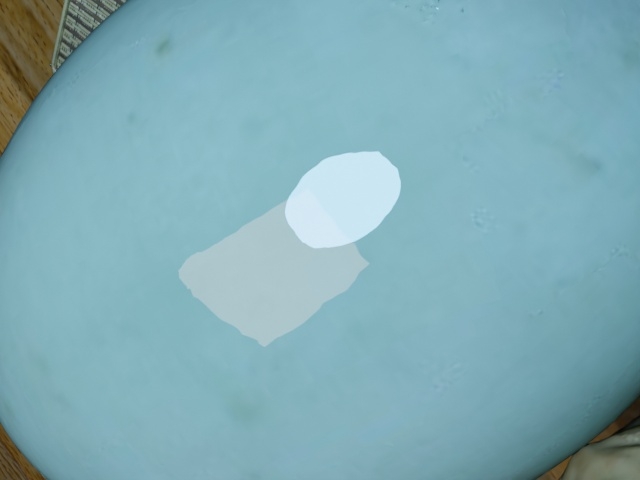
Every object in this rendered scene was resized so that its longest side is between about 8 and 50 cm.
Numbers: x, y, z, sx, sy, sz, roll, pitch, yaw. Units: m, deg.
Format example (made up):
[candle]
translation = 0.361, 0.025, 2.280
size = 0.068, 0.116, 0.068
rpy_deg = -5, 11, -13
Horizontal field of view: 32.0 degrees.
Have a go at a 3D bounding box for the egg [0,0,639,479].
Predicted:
[egg]
translation = 0.000, 0.000, 0.515
size = 0.389, 0.276, 0.276
rpy_deg = -25, 93, 31

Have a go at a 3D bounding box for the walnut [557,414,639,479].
[walnut]
translation = 0.200, 0.187, 0.480
size = 0.261, 0.225, 0.225
rpy_deg = 48, 132, 3

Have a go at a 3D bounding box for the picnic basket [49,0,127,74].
[picnic basket]
translation = -0.082, -0.139, 0.654
size = 0.115, 0.079, 0.164
rpy_deg = 39, 129, 19
